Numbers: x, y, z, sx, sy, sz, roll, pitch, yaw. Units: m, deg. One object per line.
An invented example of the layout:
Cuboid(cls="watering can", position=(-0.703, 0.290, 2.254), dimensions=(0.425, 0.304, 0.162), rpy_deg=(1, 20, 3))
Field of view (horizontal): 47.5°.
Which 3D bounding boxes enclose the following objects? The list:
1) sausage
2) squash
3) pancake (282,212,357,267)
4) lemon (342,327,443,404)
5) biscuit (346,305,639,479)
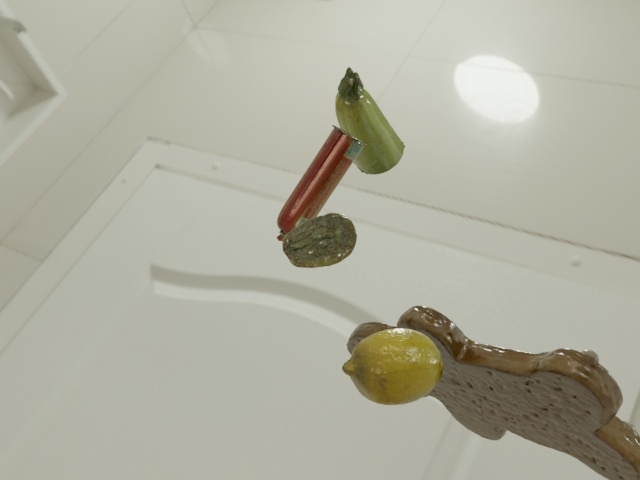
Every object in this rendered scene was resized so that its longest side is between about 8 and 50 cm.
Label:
Cuboid(cls="sausage", position=(-0.013, -0.105, 1.467), dimensions=(0.083, 0.264, 0.083), rpy_deg=(32, 13, -8))
Cuboid(cls="squash", position=(0.085, -0.292, 1.718), dimensions=(0.137, 0.137, 0.287), rpy_deg=(11, -28, 38))
Cuboid(cls="pancake", position=(-0.001, 0.000, 0.980), dimensions=(0.108, 0.108, 0.017), rpy_deg=(15, -42, 33))
Cuboid(cls="lemon", position=(0.076, 0.134, 0.770), dimensions=(0.110, 0.082, 0.082), rpy_deg=(-6, -17, -20))
Cuboid(cls="biscuit", position=(0.211, 0.179, 0.983), dimensions=(0.431, 0.064, 0.283), rpy_deg=(8, -37, 46))
